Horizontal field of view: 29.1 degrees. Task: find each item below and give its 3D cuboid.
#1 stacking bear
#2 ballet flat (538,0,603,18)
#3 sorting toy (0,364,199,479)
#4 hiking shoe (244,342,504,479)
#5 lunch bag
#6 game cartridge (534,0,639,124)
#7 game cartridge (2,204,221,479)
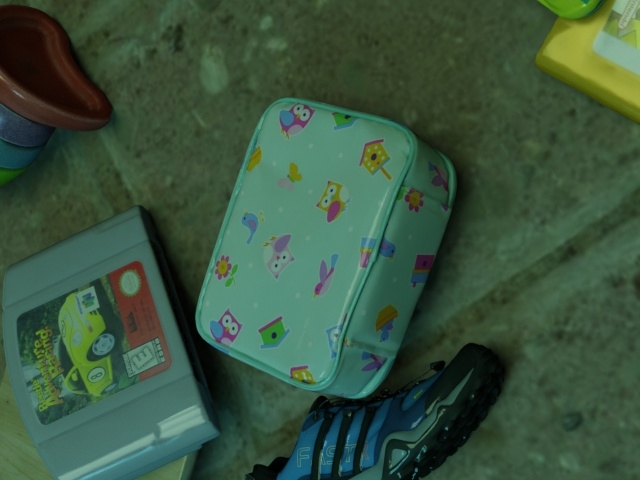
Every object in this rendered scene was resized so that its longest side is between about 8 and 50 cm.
[{"bbox_3d":[-0.412,-0.116,1.435,0.289,0.164,0.175,-41,72,26],"label":"stacking bear"},{"bbox_3d":[0.177,-0.290,1.140,0.077,0.077,0.231,-51,53,23],"label":"ballet flat"},{"bbox_3d":[-0.258,0.289,1.385,0.257,0.089,0.255,21,99,26],"label":"sorting toy"},{"bbox_3d":[0.045,0.192,1.218,0.304,0.113,0.132,-46,68,17],"label":"hiking shoe"},{"bbox_3d":[0.000,0.000,1.223,0.224,0.108,0.279,18,87,41],"label":"lunch bag"},{"bbox_3d":[0.392,-0.203,1.078,0.323,0.052,0.285,34,105,24],"label":"game cartridge"},{"bbox_3d":[-0.237,0.118,1.324,0.196,0.060,0.294,-28,59,7],"label":"game cartridge"}]
